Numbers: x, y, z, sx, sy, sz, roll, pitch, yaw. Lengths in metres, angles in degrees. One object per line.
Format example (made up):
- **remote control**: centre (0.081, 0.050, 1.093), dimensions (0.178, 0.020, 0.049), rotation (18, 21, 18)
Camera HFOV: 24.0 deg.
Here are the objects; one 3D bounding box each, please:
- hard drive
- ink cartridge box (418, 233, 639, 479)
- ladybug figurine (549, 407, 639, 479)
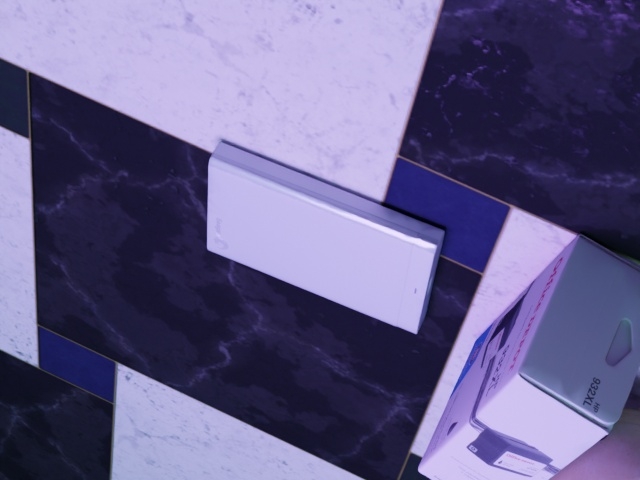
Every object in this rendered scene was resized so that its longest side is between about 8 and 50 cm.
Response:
- **hard drive**: centre (0.000, 0.000, 1.941), dimensions (0.307, 0.040, 0.203), rotation (21, 145, 10)
- **ink cartridge box**: centre (0.261, 0.168, 1.804), dimensions (0.129, 0.223, 0.307), rotation (31, 146, -2)
- **ladybug figurine**: centre (0.359, 0.353, 1.973), dimensions (0.305, 0.162, 0.449), rotation (-5, 149, -18)
